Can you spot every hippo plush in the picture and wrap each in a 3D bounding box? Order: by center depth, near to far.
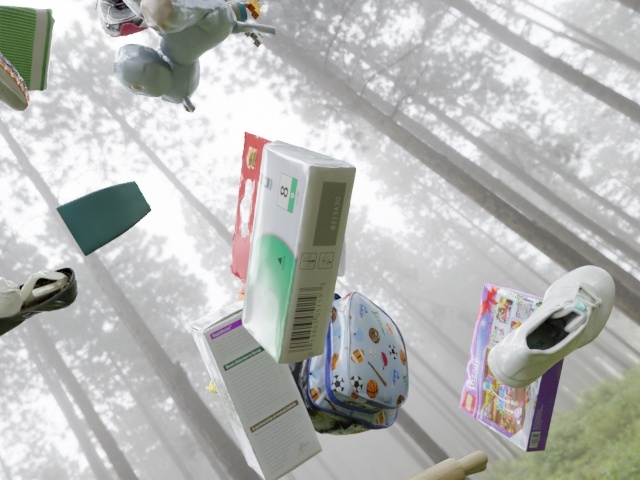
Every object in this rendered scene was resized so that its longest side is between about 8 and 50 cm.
[{"bbox_3d":[-0.302,-0.405,1.081,0.294,0.234,0.236,-10,-36,-49],"label":"hippo plush"}]

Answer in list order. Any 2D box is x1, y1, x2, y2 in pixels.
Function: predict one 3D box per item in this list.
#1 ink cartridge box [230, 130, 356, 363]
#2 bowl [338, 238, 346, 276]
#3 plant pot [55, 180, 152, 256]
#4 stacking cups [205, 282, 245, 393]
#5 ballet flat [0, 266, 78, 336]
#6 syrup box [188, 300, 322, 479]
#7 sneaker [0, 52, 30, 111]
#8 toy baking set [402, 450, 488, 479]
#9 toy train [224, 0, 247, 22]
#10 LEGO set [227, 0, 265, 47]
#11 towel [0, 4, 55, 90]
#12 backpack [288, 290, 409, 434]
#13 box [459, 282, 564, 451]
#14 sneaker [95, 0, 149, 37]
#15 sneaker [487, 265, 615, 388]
[{"bbox_3d":[-0.059,-0.010,0.547,0.056,0.225,0.180,-2,-71,-35],"label":"ink cartridge box"},{"bbox_3d":[0.000,0.000,1.106,0.053,0.142,0.142,-9,-21,25],"label":"bowl"},{"bbox_3d":[-0.651,-0.084,1.676,0.234,0.165,0.165,-29,12,-13],"label":"plant pot"},{"bbox_3d":[-0.197,0.232,1.374,0.096,0.096,0.316,45,-122,-63],"label":"stacking cups"},{"bbox_3d":[-0.585,0.110,1.045,0.096,0.095,0.280,-65,-11,20],"label":"ballet flat"},{"bbox_3d":[-0.095,0.210,0.780,0.096,0.236,0.093,-24,6,-26],"label":"syrup box"},{"bbox_3d":[-0.596,-0.291,0.859,0.121,0.099,0.262,-44,-57,-2],"label":"sneaker"},{"bbox_3d":[0.088,0.327,0.637,0.256,0.030,0.196,-11,-43,-27],"label":"toy baking set"},{"bbox_3d":[-0.293,-0.570,1.320,0.143,0.248,0.105,-26,-41,-23],"label":"toy train"},{"bbox_3d":[-0.210,-0.644,1.451,0.087,0.227,0.093,-31,23,40],"label":"LEGO set"},{"bbox_3d":[-0.804,-0.449,1.269,0.325,0.038,0.248,-15,-28,-41],"label":"towel"},{"bbox_3d":[0.042,0.226,0.990,0.213,0.276,0.263,-13,-35,31],"label":"backpack"},{"bbox_3d":[0.399,0.252,1.124,0.057,0.201,0.293,8,-85,-26],"label":"box"},{"bbox_3d":[-0.479,-0.594,1.269,0.121,0.299,0.112,-16,-26,-9],"label":"sneaker"},{"bbox_3d":[0.291,0.089,0.633,0.212,0.080,0.094,-35,-23,-25],"label":"sneaker"}]
